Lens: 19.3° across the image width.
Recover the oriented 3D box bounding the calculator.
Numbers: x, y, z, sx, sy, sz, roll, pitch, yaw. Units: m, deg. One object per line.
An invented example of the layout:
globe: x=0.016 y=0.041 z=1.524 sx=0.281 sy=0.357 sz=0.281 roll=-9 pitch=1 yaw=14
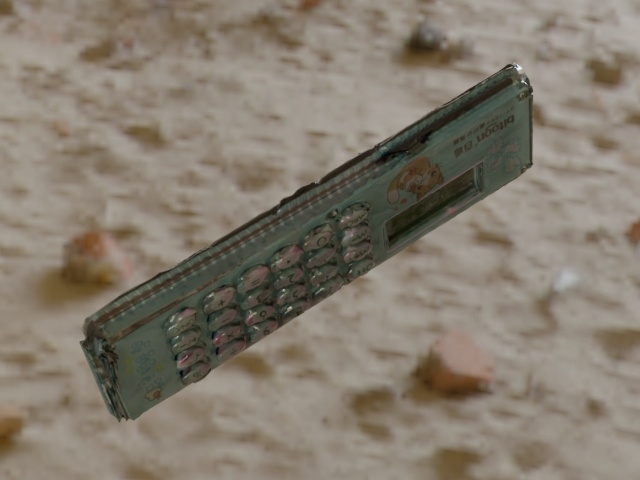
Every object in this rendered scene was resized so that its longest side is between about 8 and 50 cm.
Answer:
calculator: x=0.000 y=0.000 z=0.613 sx=0.172 sy=0.057 sz=0.018 roll=-32 pitch=59 yaw=-15
